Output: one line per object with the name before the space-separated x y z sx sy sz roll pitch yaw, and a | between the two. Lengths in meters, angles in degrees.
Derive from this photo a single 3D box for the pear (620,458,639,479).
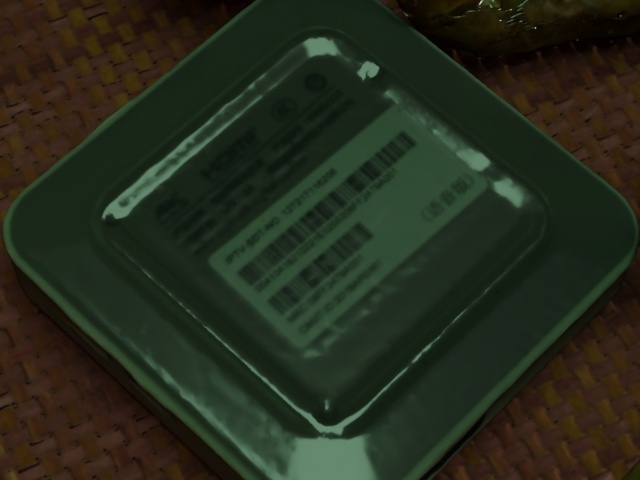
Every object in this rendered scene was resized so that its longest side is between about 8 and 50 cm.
pear | 0.271 0.268 1.121 0.340 0.191 0.386 20 72 -26

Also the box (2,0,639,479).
box | 0.000 0.000 1.339 0.373 0.090 0.367 41 67 17

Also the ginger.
ginger | 0.201 -0.208 1.440 0.309 0.133 0.107 -5 78 -11

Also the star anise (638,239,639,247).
star anise | 0.341 0.017 1.331 0.223 0.109 0.236 -6 54 -36
